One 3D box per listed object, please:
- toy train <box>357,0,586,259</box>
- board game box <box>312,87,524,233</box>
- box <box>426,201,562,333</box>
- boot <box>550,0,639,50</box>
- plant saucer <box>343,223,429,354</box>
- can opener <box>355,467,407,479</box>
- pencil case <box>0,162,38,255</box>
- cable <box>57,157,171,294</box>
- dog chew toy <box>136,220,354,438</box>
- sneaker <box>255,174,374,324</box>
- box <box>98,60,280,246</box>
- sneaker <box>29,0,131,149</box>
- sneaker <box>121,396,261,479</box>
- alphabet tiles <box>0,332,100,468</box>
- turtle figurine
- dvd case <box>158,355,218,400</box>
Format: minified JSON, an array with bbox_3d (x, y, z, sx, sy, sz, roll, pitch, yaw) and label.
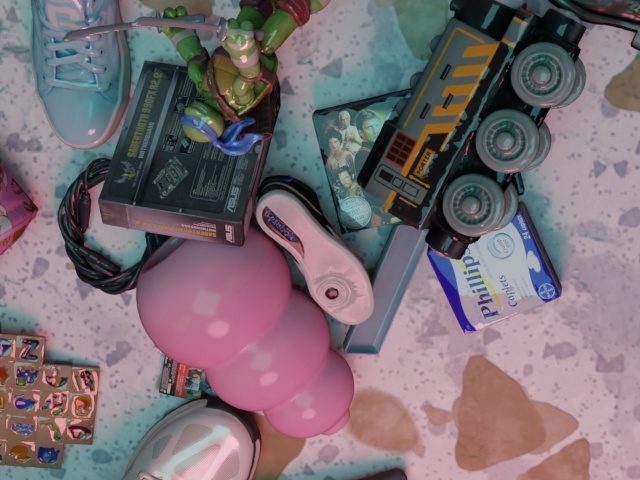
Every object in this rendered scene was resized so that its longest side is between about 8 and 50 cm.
[{"bbox_3d":[0.186,-0.147,1.758,0.190,0.142,0.334,30,103,13],"label":"toy train"},{"bbox_3d":[0.126,-0.114,1.865,0.243,0.042,0.165,-13,101,11],"label":"board game box"},{"bbox_3d":[0.225,0.036,1.872,0.137,0.072,0.126,-24,99,14],"label":"box"},{"bbox_3d":[0.397,-0.356,1.753,0.263,0.091,0.229,27,101,-3],"label":"boot"},{"bbox_3d":[0.085,0.064,1.910,0.018,0.067,0.192,38,112,41],"label":"plant saucer"},{"bbox_3d":[-0.013,0.380,1.999,0.283,0.095,0.076,-17,100,-1],"label":"can opener"},{"bbox_3d":[-0.544,-0.122,1.902,0.167,0.160,0.386,-37,97,21],"label":"pencil case"},{"bbox_3d":[-0.280,-0.022,1.951,0.150,0.047,0.184,-13,104,16],"label":"cable"},{"bbox_3d":[-0.083,0.125,1.881,0.206,0.206,0.332,-39,103,15],"label":"dog chew toy"},{"bbox_3d":[0.000,0.000,1.877,0.079,0.121,0.217,-32,110,15],"label":"sneaker"},{"bbox_3d":[-0.161,-0.112,1.825,0.183,0.231,0.056,8,147,6],"label":"box"},{"bbox_3d":[-0.321,-0.288,1.832,0.135,0.150,0.366,2,104,9],"label":"sneaker"},{"bbox_3d":[-0.254,0.415,1.939,0.169,0.257,0.447,41,105,-3],"label":"sneaker"},{"bbox_3d":[-0.430,0.222,2.010,0.237,0.009,0.198,5,106,-11],"label":"alphabet tiles"},{"bbox_3d":[-0.116,-0.270,1.735,0.275,0.198,0.266,40,70,-3],"label":"turtle figurine"},{"bbox_3d":[-0.159,0.182,1.995,0.119,0.013,0.087,12,105,7],"label":"dvd case"}]
